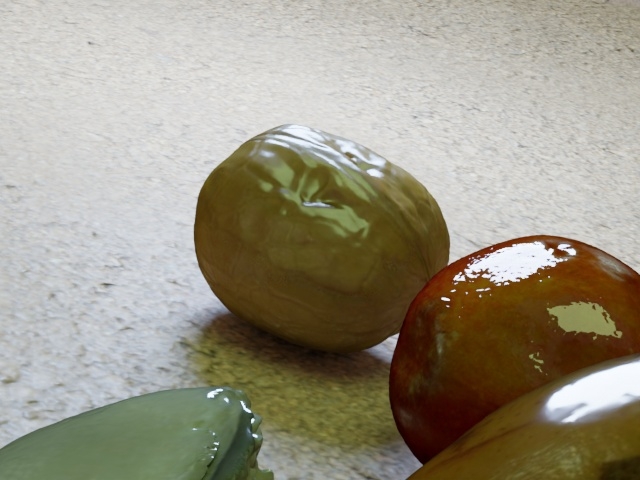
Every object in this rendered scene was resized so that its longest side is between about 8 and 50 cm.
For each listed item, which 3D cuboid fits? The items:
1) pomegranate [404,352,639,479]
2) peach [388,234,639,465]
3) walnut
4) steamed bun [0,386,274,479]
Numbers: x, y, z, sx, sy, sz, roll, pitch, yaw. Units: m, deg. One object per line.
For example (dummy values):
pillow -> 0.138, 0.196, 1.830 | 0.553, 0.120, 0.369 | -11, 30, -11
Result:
pomegranate -> 0.189, 0.251, 0.770 | 0.416, 0.417, 0.417 | 11, 21, -4
peach -> 0.158, 0.105, 1.332 | 0.243, 0.200, 0.243 | -2, 28, 1
walnut -> 0.000, 0.000, 1.538 | 0.225, 0.193, 0.193 | 23, 23, 15
steamed bun -> -0.116, 0.194, 0.857 | 0.273, 0.272, 0.290 | 18, 18, 14
